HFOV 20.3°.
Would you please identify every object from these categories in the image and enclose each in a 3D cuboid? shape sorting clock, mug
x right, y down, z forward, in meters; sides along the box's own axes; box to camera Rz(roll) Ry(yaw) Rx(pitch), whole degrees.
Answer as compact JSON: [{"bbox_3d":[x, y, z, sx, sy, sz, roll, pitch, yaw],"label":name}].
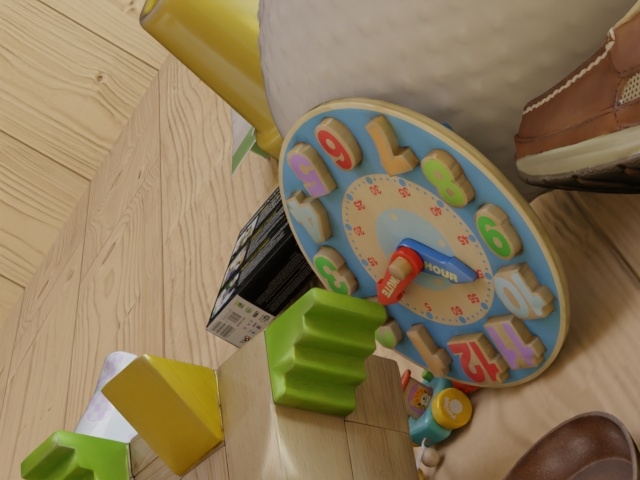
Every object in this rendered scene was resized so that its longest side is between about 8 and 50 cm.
[{"bbox_3d":[0.056,0.006,1.047,0.040,0.206,0.206,-48,6,-31],"label":"shape sorting clock"},{"bbox_3d":[0.122,-0.201,1.117,0.328,0.276,0.374,-59,0,43],"label":"mug"}]

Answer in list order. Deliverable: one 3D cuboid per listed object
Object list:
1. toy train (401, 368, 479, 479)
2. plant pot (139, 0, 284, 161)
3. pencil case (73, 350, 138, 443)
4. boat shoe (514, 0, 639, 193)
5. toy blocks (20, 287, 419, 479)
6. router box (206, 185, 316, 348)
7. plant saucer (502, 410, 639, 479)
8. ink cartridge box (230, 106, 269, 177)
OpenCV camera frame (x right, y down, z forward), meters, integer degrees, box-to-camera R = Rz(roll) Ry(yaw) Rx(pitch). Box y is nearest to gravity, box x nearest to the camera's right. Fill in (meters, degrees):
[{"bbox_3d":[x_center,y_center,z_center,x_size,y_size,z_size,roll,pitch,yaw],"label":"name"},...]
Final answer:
[{"bbox_3d":[0.040,0.132,1.160,0.166,0.046,0.125,-59,14,8],"label":"toy train"},{"bbox_3d":[-0.030,-0.216,1.702,0.254,0.239,0.254,-53,15,22],"label":"plant pot"},{"bbox_3d":[-0.201,0.237,1.651,0.273,0.113,0.124,-64,5,-16],"label":"pencil case"},{"bbox_3d":[0.208,-0.094,0.824,0.324,0.122,0.120,-17,73,58],"label":"boat shoe"},{"bbox_3d":[-0.059,0.238,1.022,0.381,0.191,0.261,-41,46,41],"label":"toy blocks"},{"bbox_3d":[-0.030,-0.002,1.607,0.179,0.046,0.133,-47,19,42],"label":"router box"},{"bbox_3d":[0.113,0.165,0.880,0.168,0.029,0.168,-54,15,21],"label":"plant saucer"},{"bbox_3d":[-0.039,-0.169,2.014,0.171,0.056,0.235,-56,18,19],"label":"ink cartridge box"}]
